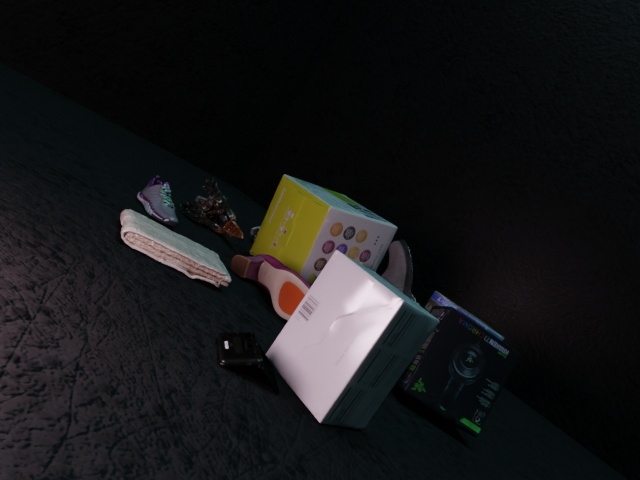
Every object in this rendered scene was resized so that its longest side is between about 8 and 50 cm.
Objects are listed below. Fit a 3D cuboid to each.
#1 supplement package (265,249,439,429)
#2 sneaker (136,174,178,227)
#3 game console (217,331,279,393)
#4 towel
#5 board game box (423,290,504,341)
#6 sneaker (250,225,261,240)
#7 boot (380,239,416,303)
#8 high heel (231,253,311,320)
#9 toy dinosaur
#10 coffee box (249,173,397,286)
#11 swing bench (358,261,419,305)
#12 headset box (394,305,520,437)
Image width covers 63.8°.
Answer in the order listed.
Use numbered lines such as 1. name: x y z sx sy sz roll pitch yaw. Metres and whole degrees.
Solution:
1. supplement package: 0.057 0.191 1.003 0.145 0.262 0.204 31 5 -45
2. sneaker: -0.482 -0.125 1.560 0.223 0.098 0.083 37 5 39
3. game console: -0.132 0.221 0.931 0.107 0.071 0.122 2 13 -15
4. towel: -0.355 0.021 1.251 0.282 0.049 0.187 31 4 -28
5. board game box: 0.400 0.355 1.666 0.232 0.291 0.141 33 4 -24
6. sneaker: -0.241 0.009 2.196 0.086 0.085 0.237 3 22 -25
7. boot: 0.164 0.135 1.543 0.222 0.338 0.118 -1 -41 3
8. high heel: -0.083 0.132 1.487 0.377 0.127 0.181 33 13 37
9. toy dinosaur: -0.377 -0.102 1.909 0.321 0.164 0.218 12 -26 33
10. coffee box: 0.000 0.000 1.892 0.334 0.338 0.338 14 17 -39
11. swing bench: 0.151 0.227 1.657 0.253 0.165 0.254 35 21 12
12. headset box: 0.367 0.367 1.439 0.246 0.283 0.131 35 -12 -6
